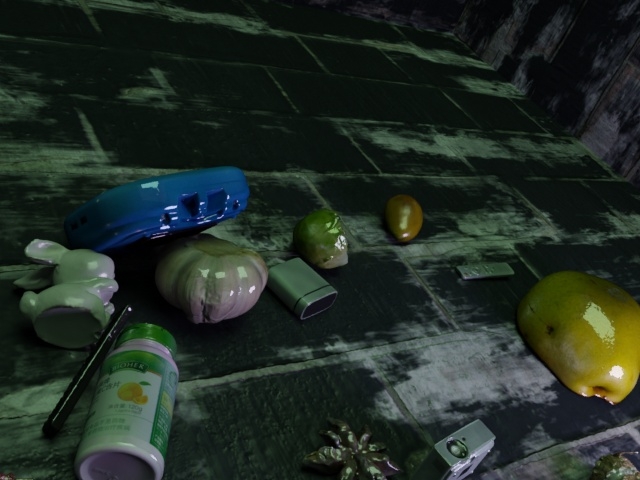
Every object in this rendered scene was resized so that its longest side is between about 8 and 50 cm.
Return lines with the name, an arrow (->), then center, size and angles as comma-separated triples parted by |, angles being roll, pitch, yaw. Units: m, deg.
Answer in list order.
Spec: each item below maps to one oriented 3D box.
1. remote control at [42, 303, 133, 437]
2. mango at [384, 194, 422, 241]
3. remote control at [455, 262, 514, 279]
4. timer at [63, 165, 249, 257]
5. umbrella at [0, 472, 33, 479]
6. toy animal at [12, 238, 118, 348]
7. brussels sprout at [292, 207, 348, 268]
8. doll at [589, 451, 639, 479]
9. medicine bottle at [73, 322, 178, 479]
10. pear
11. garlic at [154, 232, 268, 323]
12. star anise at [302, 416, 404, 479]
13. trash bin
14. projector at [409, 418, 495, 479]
remote control -> -0.383, 0.209, 1.165 | 0.025, 0.063, 0.245 | 35, 53, -13
mango -> 0.236, -0.060, 1.979 | 0.111, 0.089, 0.163 | 1, 48, -14
remote control -> 0.462, 0.089, 1.974 | 0.184, 0.027, 0.050 | -2, 40, -28
timer -> -0.328, -0.055, 1.430 | 0.340, 0.309, 0.115 | -16, 86, -45
umbrella -> -0.499, 0.342, 1.002 | 0.165, 0.027, 0.025 | 9, 62, -27
toy animal -> -0.462, 0.095, 1.278 | 0.178, 0.127, 0.193 | 5, 41, -25
brussels sprout -> -0.004, 0.000, 1.708 | 0.122, 0.151, 0.149 | -15, 71, -6
doll -> 0.622, 0.531, 1.403 | 0.105, 0.115, 0.221 | 18, 39, -29
medicine bottle -> -0.304, 0.264, 1.142 | 0.133, 0.133, 0.274 | 16, 33, -14
pear -> 0.701, 0.209, 1.811 | 0.340, 0.191, 0.386 | 14, 35, -16
garlic -> -0.224, 0.080, 1.425 | 0.228, 0.152, 0.228 | 8, 27, -4
star anise -> 0.059, 0.390, 1.262 | 0.195, 0.065, 0.182 | 3, 38, -23
trash bin -> -0.046, 0.107, 1.589 | 0.130, 0.059, 0.116 | 41, 36, 25
projector -> 0.250, 0.410, 1.311 | 0.147, 0.115, 0.061 | -14, 48, -43
